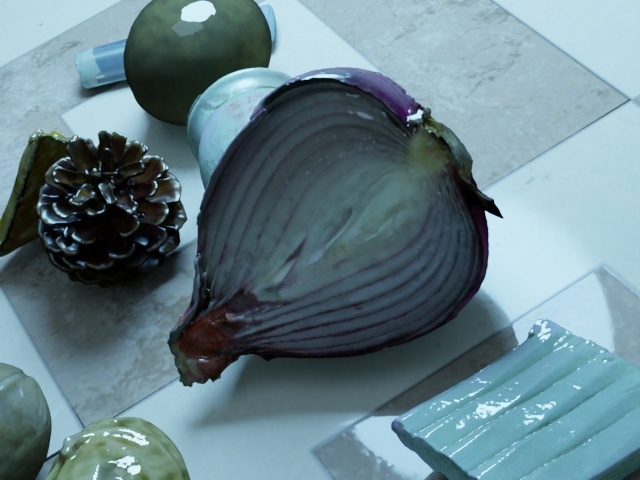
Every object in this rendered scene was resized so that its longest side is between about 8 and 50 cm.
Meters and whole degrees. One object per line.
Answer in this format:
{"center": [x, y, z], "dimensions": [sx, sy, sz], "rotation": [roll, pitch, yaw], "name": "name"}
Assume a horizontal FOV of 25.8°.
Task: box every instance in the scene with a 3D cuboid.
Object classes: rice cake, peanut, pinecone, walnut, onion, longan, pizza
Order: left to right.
{"center": [-0.327, 0.189, 1.299], "dimensions": [0.140, 0.140, 0.162], "rotation": [10, 42, 29], "name": "walnut"}
{"center": [-0.307, -0.065, 1.526], "dimensions": [0.036, 0.176, 0.185], "rotation": [38, 78, 19], "name": "pizza"}
{"center": [-0.173, 0.278, 1.138], "dimensions": [0.140, 0.153, 0.325], "rotation": [-16, 36, 12], "name": "peanut"}
{"center": [-0.221, -0.040, 1.457], "dimensions": [0.163, 0.165, 0.163], "rotation": [1, 65, -3], "name": "pinecone"}
{"center": [-0.148, -0.213, 1.627], "dimensions": [0.204, 0.159, 0.185], "rotation": [-35, 9, 45], "name": "longan"}
{"center": [0.000, 0.000, 1.340], "dimensions": [0.348, 0.267, 0.159], "rotation": [-37, -5, 18], "name": "onion"}
{"center": [0.191, 0.154, 1.186], "dimensions": [0.198, 0.037, 0.189], "rotation": [-34, 45, -27], "name": "rice cake"}

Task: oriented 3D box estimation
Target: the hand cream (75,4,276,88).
{"center": [-0.179, -0.244, 1.742], "dimensions": [0.255, 0.048, 0.079], "rotation": [-12, 49, 6], "name": "hand cream"}

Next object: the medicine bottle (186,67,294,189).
{"center": [-0.058, -0.091, 1.466], "dimensions": [0.147, 0.147, 0.143], "rotation": [-23, 41, -3], "name": "medicine bottle"}
